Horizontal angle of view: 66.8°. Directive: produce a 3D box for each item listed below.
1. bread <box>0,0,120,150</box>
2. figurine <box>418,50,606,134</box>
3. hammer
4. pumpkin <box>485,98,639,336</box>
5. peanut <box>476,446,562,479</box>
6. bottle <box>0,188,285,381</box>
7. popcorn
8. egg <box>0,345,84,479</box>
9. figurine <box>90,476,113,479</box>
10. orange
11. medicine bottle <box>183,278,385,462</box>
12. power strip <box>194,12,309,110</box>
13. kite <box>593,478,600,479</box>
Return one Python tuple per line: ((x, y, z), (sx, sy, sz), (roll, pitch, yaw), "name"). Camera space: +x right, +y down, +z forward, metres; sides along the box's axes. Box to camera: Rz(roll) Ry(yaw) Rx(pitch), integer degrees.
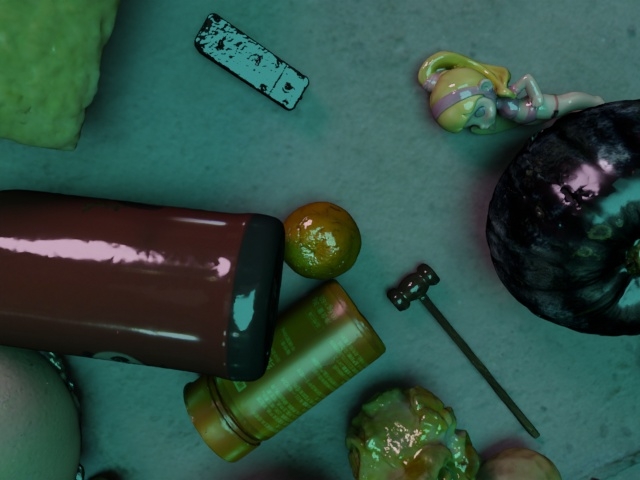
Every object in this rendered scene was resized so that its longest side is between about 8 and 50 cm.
((-0.239, -0.271, 0.317), (0.236, 0.165, 0.375), (15, 99, -41), "bread")
((0.191, -0.146, 0.496), (0.187, 0.083, 0.083), (2, 102, -4), "figurine")
((0.185, 0.148, 0.581), (0.058, 0.029, 0.292), (-40, 107, 2), "hammer")
((0.283, -0.020, 0.475), (0.233, 0.163, 0.233), (-2, 120, -3), "pumpkin")
((0.184, 0.358, 0.583), (0.263, 0.117, 0.101), (-42, 86, 4), "peanut")
((-0.204, 0.030, 0.415), (0.336, 0.144, 0.144), (7, 101, -2), "bottle")
((0.095, 0.234, 0.540), (0.135, 0.162, 0.141), (-34, 82, 34), "popcorn")
((-0.371, 0.211, 0.416), (0.286, 0.174, 0.264), (-41, 96, 6), "egg")
((-0.277, 0.389, 0.510), (0.143, 0.143, 0.271), (35, 70, -15), "figurine")
((0.000, 0.000, 0.492), (0.083, 0.070, 0.083), (2, 106, 6), "orange")
((-0.035, 0.131, 0.501), (0.192, 0.096, 0.096), (-36, 106, 0), "medicine bottle")
((-0.064, -0.167, 0.464), (0.111, 0.029, 0.038), (32, 96, -12), "power strip")
((0.368, 0.417, 0.678), (0.232, 0.009, 0.189), (5, 100, -12), "kite")
